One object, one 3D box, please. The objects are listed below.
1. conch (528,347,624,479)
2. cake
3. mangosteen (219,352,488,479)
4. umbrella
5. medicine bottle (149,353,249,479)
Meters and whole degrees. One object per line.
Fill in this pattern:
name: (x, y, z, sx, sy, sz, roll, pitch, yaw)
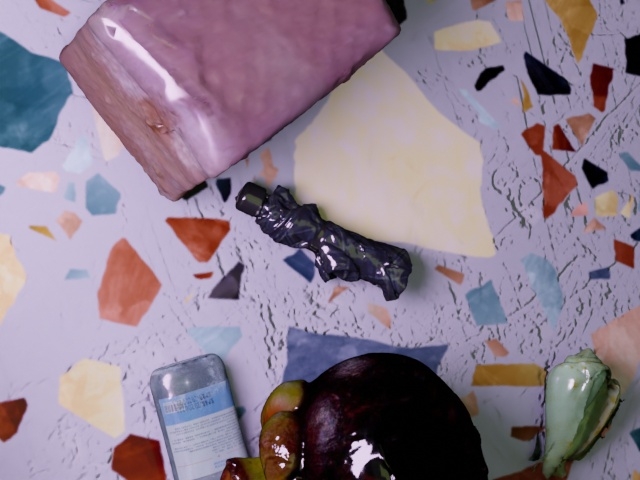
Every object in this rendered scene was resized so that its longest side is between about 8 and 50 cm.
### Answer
conch: (0.320, 0.217, 2.010, 0.105, 0.079, 0.170, 15, 94, -15)
cake: (-0.100, -0.218, 1.788, 0.309, 0.237, 0.230, -38, 99, -23)
mangosteen: (0.043, 0.256, 1.784, 0.287, 0.233, 0.288, 12, 68, -33)
umbrella: (-0.001, 0.002, 1.902, 0.224, 0.080, 0.071, 28, 109, -14)
medicine bottle: (-0.127, 0.235, 1.825, 0.090, 0.053, 0.209, -16, 94, -26)
